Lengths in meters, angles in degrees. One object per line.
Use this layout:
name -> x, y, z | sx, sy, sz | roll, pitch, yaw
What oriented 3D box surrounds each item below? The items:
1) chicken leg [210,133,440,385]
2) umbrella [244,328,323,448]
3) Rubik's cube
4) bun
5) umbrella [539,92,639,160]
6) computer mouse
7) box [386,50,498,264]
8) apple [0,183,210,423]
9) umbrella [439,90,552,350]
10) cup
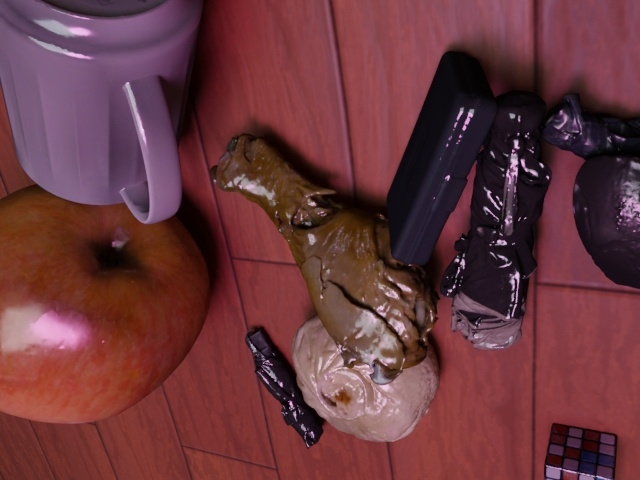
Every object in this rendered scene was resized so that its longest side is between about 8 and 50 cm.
chicken leg -> 0.000, 0.000, 0.893 | 0.429, 0.201, 0.152 | 45, 172, 11
umbrella -> -0.069, 0.263, 1.144 | 0.235, 0.059, 0.066 | 60, 168, -9
Rubik's cube -> 0.379, 0.340, 0.931 | 0.092, 0.092, 0.092 | 5, 119, 25
bun -> 0.063, 0.220, 0.996 | 0.244, 0.153, 0.243 | 16, 127, 23
umbrella -> 0.358, -0.091, 0.720 | 0.224, 0.080, 0.071 | 35, 92, 2
computer mouse -> 0.358, -0.006, 0.715 | 0.122, 0.073, 0.217 | -2, 141, 48
box -> 0.138, -0.099, 0.772 | 0.050, 0.160, 0.230 | 14, 125, -7
apple -> -0.374, 0.087, 1.002 | 0.391, 0.391, 0.346 | 40, 129, 2
umbrella -> 0.215, -0.008, 0.784 | 0.113, 0.106, 0.357 | 19, 133, 26
cup -> -0.263, -0.193, 0.798 | 0.322, 0.237, 0.326 | 57, 150, 16
